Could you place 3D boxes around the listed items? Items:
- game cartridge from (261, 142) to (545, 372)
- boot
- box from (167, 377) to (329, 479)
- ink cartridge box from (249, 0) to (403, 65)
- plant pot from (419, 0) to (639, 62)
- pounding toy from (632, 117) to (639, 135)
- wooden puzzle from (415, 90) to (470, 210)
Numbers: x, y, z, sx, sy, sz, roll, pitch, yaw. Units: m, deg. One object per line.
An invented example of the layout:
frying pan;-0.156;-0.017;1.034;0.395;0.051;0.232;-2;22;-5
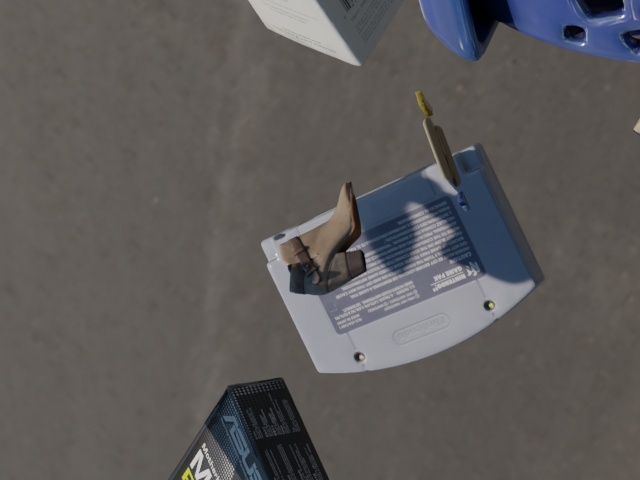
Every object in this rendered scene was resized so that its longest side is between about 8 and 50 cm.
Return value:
game cartridge;0.093;0.034;1.827;0.294;0.060;0.196;-23;90;28
boot;0.000;0.000;1.706;0.087;0.118;0.042;-12;151;11
box;-0.044;0.288;1.406;0.270;0.060;0.216;64;143;27
ink cartridge box;-0.002;-0.430;1.905;0.160;0.279;0.385;27;167;29
plant pot;0.164;-0.249;1.007;0.212;0.236;0.236;-3;124;22
pounding toy;0.417;-0.223;1.775;0.155;0.269;0.154;36;166;0
wooden puzzle;0.119;-0.088;1.633;0.078;0.014;0.116;28;-138;-72
